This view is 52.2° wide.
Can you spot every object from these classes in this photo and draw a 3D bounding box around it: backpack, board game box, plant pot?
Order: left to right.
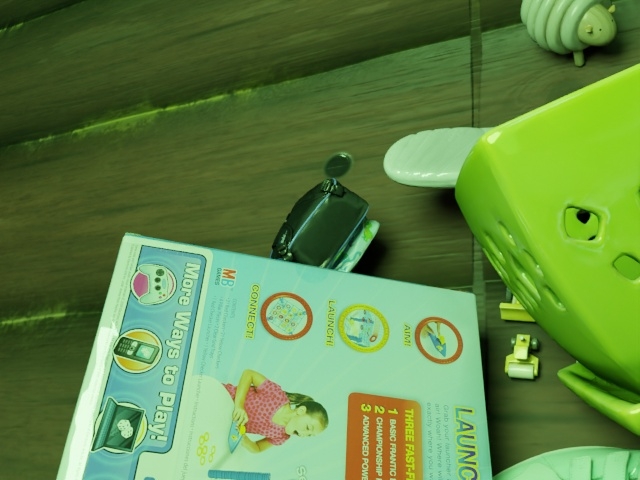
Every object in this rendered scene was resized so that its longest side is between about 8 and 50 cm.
[{"bbox_3d":[-0.029,0.166,0.489,0.301,0.086,0.308,11,55,-9],"label":"board game box"},{"bbox_3d":[0.000,0.000,0.683,0.105,0.084,0.114,-56,12,-14],"label":"backpack"},{"bbox_3d":[0.238,0.001,0.437,0.228,0.227,0.207,-24,82,6],"label":"plant pot"}]

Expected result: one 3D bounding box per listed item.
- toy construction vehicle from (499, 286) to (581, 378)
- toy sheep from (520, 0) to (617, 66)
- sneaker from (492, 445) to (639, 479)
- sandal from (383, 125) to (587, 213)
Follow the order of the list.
[{"bbox_3d":[0.199,0.073,0.573,0.085,0.035,0.098,3,64,29],"label":"toy construction vehicle"},{"bbox_3d":[0.258,-0.242,0.697,0.091,0.091,0.132,-45,51,-3],"label":"toy sheep"},{"bbox_3d":[0.209,0.171,0.436,0.255,0.151,0.094,-14,58,21],"label":"sneaker"},{"bbox_3d":[0.196,-0.065,0.629,0.265,0.076,0.102,0,45,12],"label":"sandal"}]
